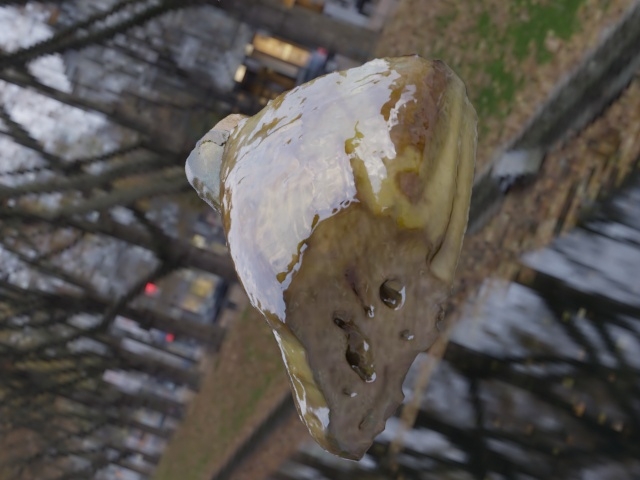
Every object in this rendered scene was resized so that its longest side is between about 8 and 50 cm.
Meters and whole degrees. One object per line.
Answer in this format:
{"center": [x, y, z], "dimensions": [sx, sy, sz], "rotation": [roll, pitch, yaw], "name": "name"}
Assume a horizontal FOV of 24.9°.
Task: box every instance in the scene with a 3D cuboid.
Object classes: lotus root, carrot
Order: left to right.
{"center": [-0.019, -0.023, 1.067], "dimensions": [0.082, 0.173, 0.082], "rotation": [-46, -13, -14], "name": "carrot"}
{"center": [0.003, 0.002, 0.592], "dimensions": [0.135, 0.095, 0.159], "rotation": [-93, 22, -59], "name": "lotus root"}
